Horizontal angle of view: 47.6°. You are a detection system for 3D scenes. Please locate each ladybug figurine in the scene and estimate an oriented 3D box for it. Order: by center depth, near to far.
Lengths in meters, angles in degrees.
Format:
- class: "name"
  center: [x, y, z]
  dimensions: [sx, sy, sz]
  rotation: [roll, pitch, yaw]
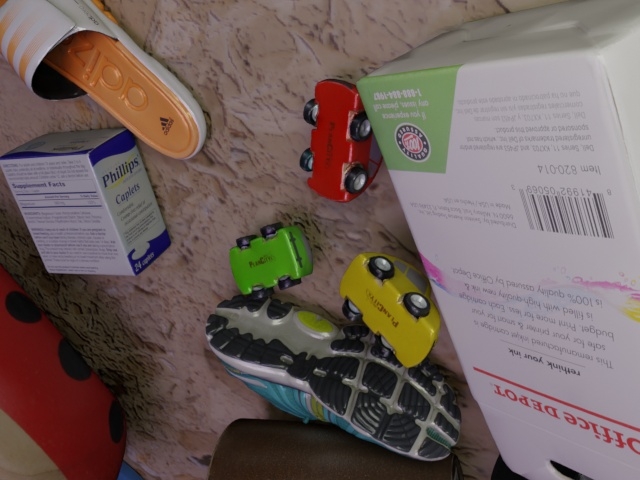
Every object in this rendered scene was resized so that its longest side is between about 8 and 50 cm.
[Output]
- class: "ladybug figurine"
  center: [-0.377, 0.150, 0.844]
  dimensions: [0.449, 0.162, 0.305]
  rotation: [54, 159, -13]

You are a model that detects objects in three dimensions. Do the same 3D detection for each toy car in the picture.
- class: "toy car"
  center: [0.000, 0.000, 0.646]
  dimensions: [0.225, 0.053, 0.239]
  rotation: [-19, 87, 47]

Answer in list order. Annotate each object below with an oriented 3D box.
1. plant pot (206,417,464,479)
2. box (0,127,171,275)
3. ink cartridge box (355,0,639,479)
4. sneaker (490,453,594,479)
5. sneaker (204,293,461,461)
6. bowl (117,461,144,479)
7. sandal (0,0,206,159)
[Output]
- class: "plant pot"
  center: [0.031, 0.281, 0.744]
  dimensions: [0.230, 0.215, 0.215]
  rotation: [-10, 115, 15]
- class: "box"
  center: [-0.239, -0.039, 0.748]
  dimensions: [0.126, 0.072, 0.137]
  rotation: [1, 120, 27]
- class: "ink cartridge box"
  center: [0.182, 0.026, 0.496]
  dimensions: [0.207, 0.119, 0.353]
  rotation: [13, 130, 57]
- class: "sneaker"
  center: [0.287, 0.231, 0.566]
  dimensions: [0.146, 0.122, 0.330]
  rotation: [33, 168, -15]
- class: "sneaker"
  center: [0.011, 0.140, 0.731]
  dimensions: [0.275, 0.107, 0.110]
  rotation: [23, 145, 20]
- class: "bowl"
  center: [-0.388, 0.449, 1.122]
  dimensions: [0.391, 0.077, 0.391]
  rotation: [13, 124, 20]
- class: "sandal"
  center: [-0.221, -0.163, 0.659]
  dimensions: [0.265, 0.076, 0.102]
  rotation: [38, 128, 2]
